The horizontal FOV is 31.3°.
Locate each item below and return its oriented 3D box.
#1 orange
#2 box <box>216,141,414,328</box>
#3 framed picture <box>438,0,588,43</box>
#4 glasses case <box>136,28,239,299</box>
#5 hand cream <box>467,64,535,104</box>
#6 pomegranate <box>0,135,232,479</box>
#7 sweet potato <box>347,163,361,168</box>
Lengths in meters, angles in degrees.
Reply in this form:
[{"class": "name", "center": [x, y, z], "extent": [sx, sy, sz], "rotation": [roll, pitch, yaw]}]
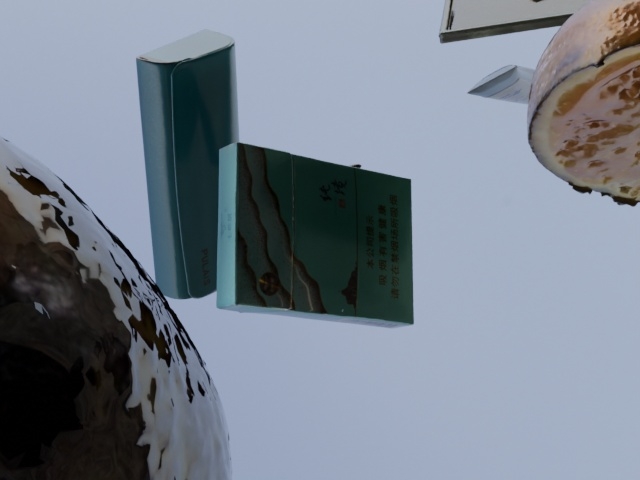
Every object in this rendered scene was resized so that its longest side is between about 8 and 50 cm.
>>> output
[{"class": "orange", "center": [0.347, -0.135, 1.100], "extent": [0.310, 0.274, 0.274], "rotation": [-22, -95, -36]}, {"class": "box", "center": [0.000, 0.000, 1.154], "extent": [0.229, 0.041, 0.162], "rotation": [10, -106, -38]}, {"class": "framed picture", "center": [0.341, -0.369, 1.683], "extent": [0.240, 0.324, 0.020], "rotation": [-75, -25, -55]}, {"class": "glasses case", "center": [-0.141, -0.080, 1.316], "extent": [0.117, 0.070, 0.301], "rotation": [-34, -45, -42]}, {"class": "hand cream", "center": [0.230, -0.183, 1.342], "extent": [0.171, 0.065, 0.043], "rotation": [-10, -107, -62]}, {"class": "pomegranate", "center": [-0.159, 0.116, 0.353], "extent": [0.285, 0.285, 0.340], "rotation": [7, -148, -23]}, {"class": "sweet potato", "center": [0.004, -0.059, 1.277], "extent": [0.026, 0.115, 0.026], "rotation": [28, -129, -40]}]
